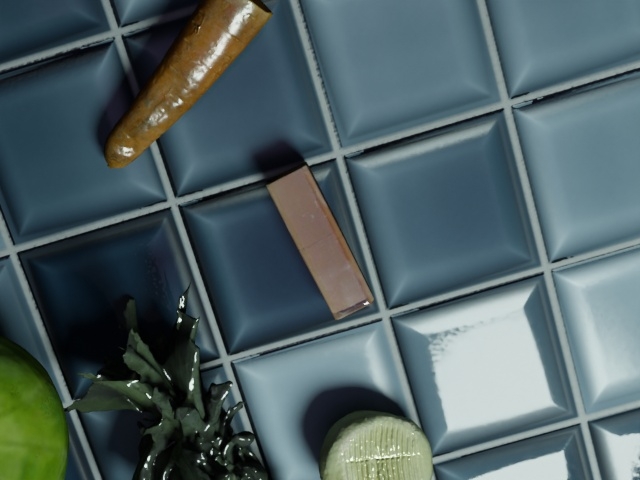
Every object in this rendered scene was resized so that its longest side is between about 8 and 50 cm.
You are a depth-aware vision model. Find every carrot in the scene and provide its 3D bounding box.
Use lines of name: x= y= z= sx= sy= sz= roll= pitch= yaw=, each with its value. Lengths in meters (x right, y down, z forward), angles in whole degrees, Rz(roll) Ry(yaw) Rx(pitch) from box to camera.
carrot: x=-0.132 y=-0.145 z=0.743 sx=0.061 sy=0.061 sz=0.210 roll=40 pitch=102 yaw=-8

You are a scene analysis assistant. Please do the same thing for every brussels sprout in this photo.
brussels sprout: x=-0.342 y=0.181 z=0.727 sx=0.243 sy=0.244 sz=0.244 roll=0 pitch=102 yaw=-1

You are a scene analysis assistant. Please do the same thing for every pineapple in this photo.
pineapple: x=-0.116 y=0.226 z=0.781 sx=0.165 sy=0.165 sz=0.365 roll=-26 pitch=92 yaw=4

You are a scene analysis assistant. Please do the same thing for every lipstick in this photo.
lipstick: x=0.000 y=0.000 z=0.776 sx=0.045 sy=0.045 sz=0.145 roll=-26 pitch=99 yaw=6

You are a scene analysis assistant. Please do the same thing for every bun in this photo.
bun: x=0.053 y=0.221 z=0.809 sx=0.115 sy=0.069 sz=0.115 roll=1 pitch=84 yaw=-13
